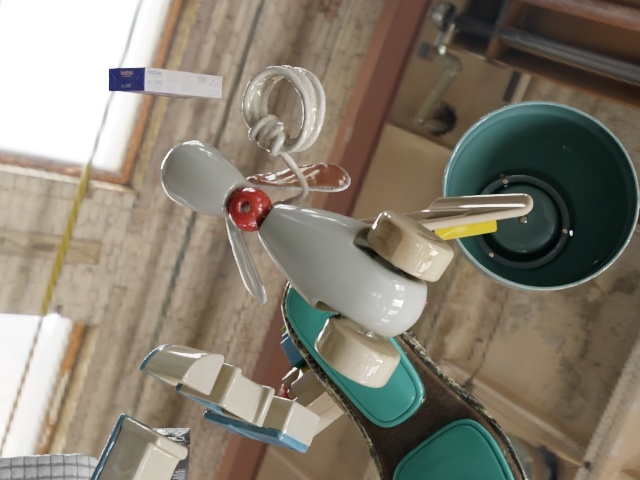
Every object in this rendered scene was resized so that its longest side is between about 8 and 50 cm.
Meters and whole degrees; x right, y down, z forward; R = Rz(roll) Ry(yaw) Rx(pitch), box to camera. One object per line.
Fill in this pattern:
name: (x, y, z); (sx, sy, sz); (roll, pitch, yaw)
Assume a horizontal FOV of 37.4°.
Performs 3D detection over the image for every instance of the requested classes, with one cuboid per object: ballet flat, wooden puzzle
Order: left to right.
wooden puzzle: (0.131, -0.018, 1.273); (0.221, 0.239, 0.044); (1, -77, 60)
ballet flat: (0.127, 0.222, 1.114); (0.164, 0.182, 0.483); (-39, -111, 14)

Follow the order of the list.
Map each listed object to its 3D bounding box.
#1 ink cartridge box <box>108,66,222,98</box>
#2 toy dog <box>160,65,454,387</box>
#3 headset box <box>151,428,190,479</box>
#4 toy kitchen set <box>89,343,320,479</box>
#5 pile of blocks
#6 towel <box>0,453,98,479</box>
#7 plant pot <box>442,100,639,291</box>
ink cartridge box: (-0.289, -0.296, 1.778); (0.097, 0.207, 0.046); (6, -83, 35)
toy dog: (0.000, 0.000, 0.987); (0.220, 0.161, 0.333); (-40, -109, 14)
headset box: (-0.177, 0.250, 1.046); (0.032, 0.062, 0.083); (-109, -156, -64)
toy kitchen set: (-0.130, 0.209, 0.959); (0.122, 0.207, 0.166); (6, -115, 41)
pile of blocks: (-0.022, 0.169, 1.358); (0.112, 0.362, 0.149); (-41, -87, 13)
towel: (-0.425, 0.413, 1.233); (0.121, 0.284, 0.235); (96, -12, -58)
plant pot: (0.333, -0.049, 1.506); (0.293, 0.196, 0.293); (-1, -103, 3)
